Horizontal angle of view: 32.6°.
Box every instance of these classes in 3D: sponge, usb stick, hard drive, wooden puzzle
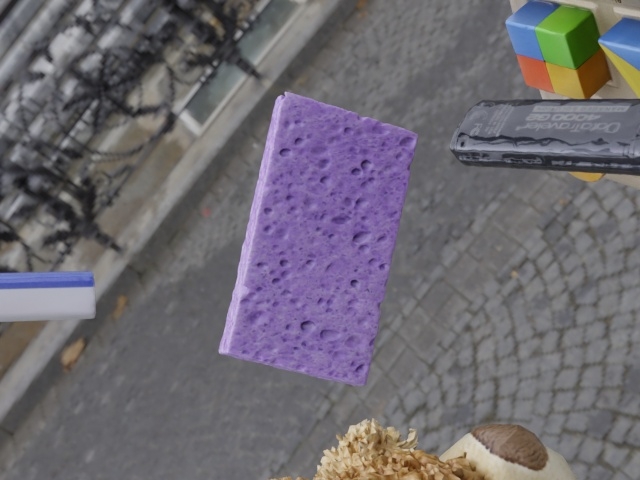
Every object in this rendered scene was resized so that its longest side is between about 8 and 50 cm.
[{"bbox_3d":[0.000,0.000,0.862,0.031,0.117,0.210,165,118,-73],"label":"sponge"},{"bbox_3d":[0.233,-0.090,0.946,0.278,0.045,0.077,8,56,47],"label":"usb stick"},{"bbox_3d":[-0.365,0.051,0.963,0.210,0.319,0.040,173,95,-75],"label":"hard drive"},{"bbox_3d":[0.342,-0.148,1.217,0.080,0.348,0.322,-45,39,-15],"label":"wooden puzzle"}]

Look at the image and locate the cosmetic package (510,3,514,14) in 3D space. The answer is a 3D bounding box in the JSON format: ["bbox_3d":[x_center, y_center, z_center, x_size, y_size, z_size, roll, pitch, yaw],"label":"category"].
[{"bbox_3d":[0.427,-0.390,1.556,0.296,0.129,0.153,-36,65,2],"label":"cosmetic package"}]

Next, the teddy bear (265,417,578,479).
[{"bbox_3d":[0.099,0.178,0.510,0.113,0.338,0.245,-41,32,-2],"label":"teddy bear"}]
